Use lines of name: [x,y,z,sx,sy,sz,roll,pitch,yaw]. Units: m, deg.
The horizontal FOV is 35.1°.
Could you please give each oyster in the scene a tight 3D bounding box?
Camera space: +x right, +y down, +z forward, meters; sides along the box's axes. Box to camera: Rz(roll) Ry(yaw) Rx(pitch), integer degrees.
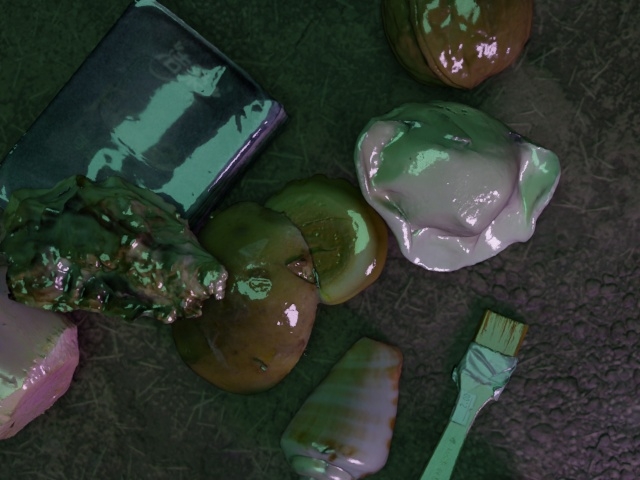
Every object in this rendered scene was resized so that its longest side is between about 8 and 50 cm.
oyster: [-0.296,0.005,1.395,0.355,0.107,0.201,8,76,8]

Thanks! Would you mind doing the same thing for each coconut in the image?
coconut: [-0.494,0.155,1.487,0.245,0.233,0.233,40,91,9]

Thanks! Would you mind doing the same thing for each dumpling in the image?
dumpling: [0.178,-0.079,1.477,0.318,0.187,0.242,5,111,-17]

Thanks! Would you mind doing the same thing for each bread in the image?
bread: [0.000,0.000,1.502,0.213,0.105,0.213,4,100,23]

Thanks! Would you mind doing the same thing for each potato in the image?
potato: [-0.128,0.097,1.465,0.239,0.116,0.299,27,110,19]

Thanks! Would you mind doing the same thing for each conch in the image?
conch: [0.035,0.264,1.485,0.158,0.127,0.255,20,88,6]

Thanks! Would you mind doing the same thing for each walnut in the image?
walnut: [0.198,-0.328,1.467,0.228,0.228,0.227,0,87,5]

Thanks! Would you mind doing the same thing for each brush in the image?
brush: [0.214,0.267,1.522,0.085,0.020,0.336,23,89,5]

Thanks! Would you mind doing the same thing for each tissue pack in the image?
tissue pack: [-0.277,-0.135,1.532,0.288,0.124,0.394,41,91,5]
